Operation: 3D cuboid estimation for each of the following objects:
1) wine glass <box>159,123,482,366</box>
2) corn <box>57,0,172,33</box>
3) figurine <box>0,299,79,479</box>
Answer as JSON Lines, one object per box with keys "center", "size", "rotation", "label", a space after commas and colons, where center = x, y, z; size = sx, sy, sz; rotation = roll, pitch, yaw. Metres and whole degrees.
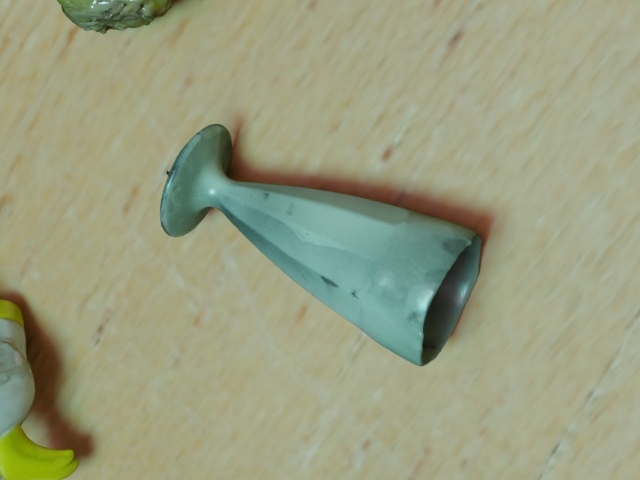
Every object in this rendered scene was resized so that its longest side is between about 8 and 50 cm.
{"center": [0.000, 0.000, 0.749], "size": [0.155, 0.073, 0.073], "rotation": [24, 107, 20], "label": "wine glass"}
{"center": [-0.132, -0.265, 0.749], "size": [0.097, 0.097, 0.320], "rotation": [-8, 97, 23], "label": "corn"}
{"center": [-0.230, 0.107, 0.851], "size": [0.178, 0.109, 0.130], "rotation": [-25, 99, 33], "label": "figurine"}
